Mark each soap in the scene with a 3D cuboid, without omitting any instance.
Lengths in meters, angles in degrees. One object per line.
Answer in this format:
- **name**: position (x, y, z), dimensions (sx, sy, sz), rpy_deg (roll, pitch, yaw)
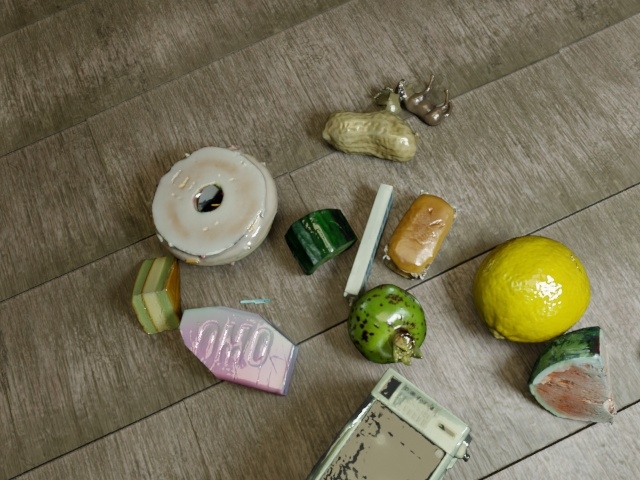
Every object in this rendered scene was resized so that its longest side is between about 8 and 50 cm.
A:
- **soap**: position (-0.225, 0.287, 1.435), dimensions (0.324, 0.109, 0.192), rpy_deg (12, 72, 11)

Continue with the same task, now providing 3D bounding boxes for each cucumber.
- **cucumber**: position (0.004, -0.004, 1.479), dimensions (0.191, 0.191, 0.130), rpy_deg (-30, 79, -5)

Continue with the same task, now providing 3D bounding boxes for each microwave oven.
- **microwave oven**: position (0.142, 0.530, 1.195), dimensions (0.247, 0.333, 0.394), rpy_deg (35, 79, 19)

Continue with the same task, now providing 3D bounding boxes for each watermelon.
- **watermelon**: position (0.613, 0.308, 1.247), dimensions (0.224, 0.305, 0.180), rpy_deg (-38, 40, -5)

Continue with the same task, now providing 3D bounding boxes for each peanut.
- **peanut**: position (0.155, -0.323, 1.595), dimensions (0.291, 0.143, 0.159), rpy_deg (13, 39, 15)

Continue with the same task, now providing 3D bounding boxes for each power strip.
- **power strip**: position (0.139, 0.014, 1.493), dimensions (0.043, 0.106, 0.367), rpy_deg (16, 74, 14)

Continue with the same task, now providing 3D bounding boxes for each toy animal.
- **toy animal**: position (0.292, -0.433, 1.640), dimensions (0.186, 0.094, 0.214), rpy_deg (-43, 80, -1)

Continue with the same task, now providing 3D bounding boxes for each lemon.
- **lemon**: position (0.527, 0.122, 1.332), dimensions (0.293, 0.293, 0.293), rpy_deg (-2, 71, 5)

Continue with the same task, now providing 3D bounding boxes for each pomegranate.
- **pomegranate**: position (0.182, 0.226, 1.351), dimensions (0.211, 0.263, 0.211), rpy_deg (-4, 105, -16)

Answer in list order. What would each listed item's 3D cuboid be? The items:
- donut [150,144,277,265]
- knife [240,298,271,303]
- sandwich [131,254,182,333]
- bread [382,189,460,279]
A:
- **donut**: position (-0.309, -0.097, 1.557), dimensions (0.383, 0.142, 0.382), rpy_deg (-2, 70, 4)
- **knife**: position (-0.187, 0.177, 1.523), dimensions (0.091, 0.005, 0.014), rpy_deg (-4, 70, 4)
- **sandwich**: position (-0.468, 0.155, 1.556), dimensions (0.117, 0.144, 0.187), rpy_deg (-9, 35, 2)
- **bread**: position (0.280, -0.014, 1.490), dimensions (0.136, 0.107, 0.241), rpy_deg (29, 77, 11)
